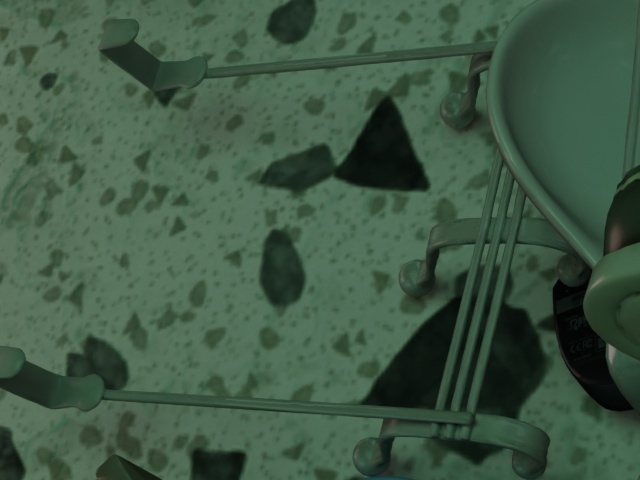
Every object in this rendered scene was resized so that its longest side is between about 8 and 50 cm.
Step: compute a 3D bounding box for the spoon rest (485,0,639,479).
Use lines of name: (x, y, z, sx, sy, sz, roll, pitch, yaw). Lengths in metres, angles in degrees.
spoon rest: (0.153, 0.003, 0.784, 0.137, 0.084, 0.276, -1, 74, -13)

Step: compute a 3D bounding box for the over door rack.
over door rack: (0.000, 0.000, 0.924, 0.324, 0.108, 0.239, 5, 67, 26)

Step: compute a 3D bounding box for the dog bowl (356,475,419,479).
dog bowl: (-0.002, 0.245, 0.826, 0.166, 0.074, 0.297, 37, 85, 36)

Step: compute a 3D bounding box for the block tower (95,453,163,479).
block tower: (-0.194, 0.269, 0.901, 0.335, 0.091, 0.097, -42, 55, 3)

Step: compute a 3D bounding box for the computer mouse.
computer mouse: (0.166, -0.014, 0.899, 0.071, 0.041, 0.242, -23, 50, 37)

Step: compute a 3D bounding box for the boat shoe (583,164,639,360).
boat shoe: (0.221, -0.019, 0.426, 0.305, 0.109, 0.091, -6, 64, 17)

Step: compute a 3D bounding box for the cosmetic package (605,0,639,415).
cosmetic package: (0.352, -0.038, 0.632, 0.393, 0.329, 0.327, -1, 66, 25)
